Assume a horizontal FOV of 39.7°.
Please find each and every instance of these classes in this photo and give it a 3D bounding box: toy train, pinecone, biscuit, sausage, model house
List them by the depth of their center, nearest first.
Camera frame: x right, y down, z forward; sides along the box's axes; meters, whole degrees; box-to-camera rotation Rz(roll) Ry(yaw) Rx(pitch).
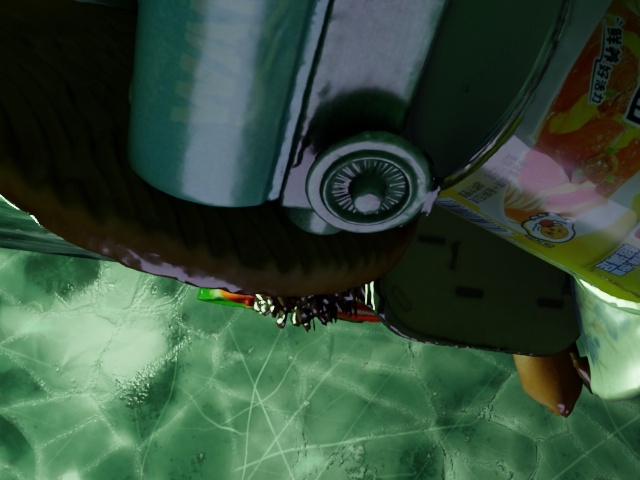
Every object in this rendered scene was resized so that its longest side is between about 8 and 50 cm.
[{"bbox_3d":[-0.010,-0.103,0.372,0.159,0.101,0.248,9,134,-7],"label":"toy train"},{"bbox_3d":[-0.083,-0.074,0.551,0.318,0.040,0.318,19,-153,-10],"label":"biscuit"},{"bbox_3d":[0.116,-0.013,0.861,0.205,0.218,0.279,10,176,-12],"label":"model house"},{"bbox_3d":[0.000,0.000,1.037,0.221,0.221,0.221,7,172,1],"label":"pinecone"},{"bbox_3d":[0.252,0.070,1.081,0.083,0.300,0.089,-22,-178,-22],"label":"sausage"}]

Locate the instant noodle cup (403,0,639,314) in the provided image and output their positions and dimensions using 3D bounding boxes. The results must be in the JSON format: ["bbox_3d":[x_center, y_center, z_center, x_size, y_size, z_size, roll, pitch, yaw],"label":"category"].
[{"bbox_3d":[0.134,-0.074,0.459,0.153,0.205,0.205,17,169,-20],"label":"instant noodle cup"}]

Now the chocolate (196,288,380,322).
[{"bbox_3d":[-0.018,0.065,1.698,0.360,0.161,0.341,9,172,-21],"label":"chocolate"}]

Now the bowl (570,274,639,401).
[{"bbox_3d":[0.285,-0.031,0.657,0.146,0.313,0.313,51,176,6],"label":"bowl"}]

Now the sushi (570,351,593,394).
[{"bbox_3d":[0.420,0.073,0.972,0.196,0.182,0.343,35,142,-1],"label":"sushi"}]
